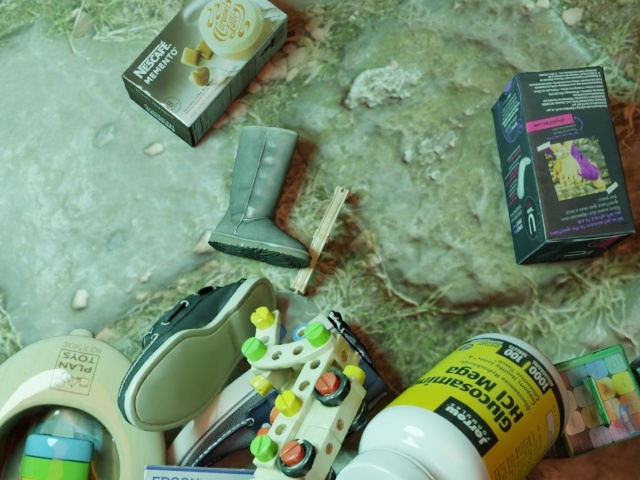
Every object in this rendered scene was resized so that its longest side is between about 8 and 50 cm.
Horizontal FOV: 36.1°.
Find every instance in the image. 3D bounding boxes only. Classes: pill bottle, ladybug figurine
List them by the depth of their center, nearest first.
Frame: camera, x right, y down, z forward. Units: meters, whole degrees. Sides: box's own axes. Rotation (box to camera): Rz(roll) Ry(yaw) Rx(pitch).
[{"bbox_3d":[0.169,0.265,1.259,0.188,0.188,0.334,51,43,9],"label":"pill bottle"},{"bbox_3d":[-0.367,0.348,1.372,0.305,0.162,0.449,12,76,-2],"label":"ladybug figurine"}]

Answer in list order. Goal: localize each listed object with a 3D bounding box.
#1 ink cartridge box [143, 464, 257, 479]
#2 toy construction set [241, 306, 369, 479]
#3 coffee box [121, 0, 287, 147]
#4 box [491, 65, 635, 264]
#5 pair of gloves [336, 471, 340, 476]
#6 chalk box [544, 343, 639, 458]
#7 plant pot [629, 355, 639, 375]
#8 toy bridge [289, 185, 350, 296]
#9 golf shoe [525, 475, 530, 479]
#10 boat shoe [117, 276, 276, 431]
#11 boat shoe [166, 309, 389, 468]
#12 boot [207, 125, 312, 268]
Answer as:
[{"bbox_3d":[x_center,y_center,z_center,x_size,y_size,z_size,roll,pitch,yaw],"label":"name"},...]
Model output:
[{"bbox_3d":[-0.129,0.468,1.332,0.304,0.072,0.307,13,70,-35],"label":"ink cartridge box"},{"bbox_3d":[-0.050,0.242,1.281,0.215,0.151,0.327,0,63,39],"label":"toy construction set"},{"bbox_3d":[-0.182,-0.294,1.573,0.141,0.098,0.246,38,77,6],"label":"coffee box"},{"bbox_3d":[0.372,-0.114,1.528,0.143,0.165,0.270,-5,77,-5],"label":"box"},{"bbox_3d":[0.084,0.378,1.401,0.198,0.023,0.159,-36,42,21],"label":"pair of gloves"},{"bbox_3d":[0.382,0.234,1.418,0.132,0.213,0.132,-16,79,-8],"label":"chalk box"},{"bbox_3d":[0.656,0.287,1.383,0.341,0.341,0.334,-17,86,-7],"label":"plant pot"},{"bbox_3d":[0.000,0.000,1.531,0.026,0.063,0.188,24,76,2],"label":"toy bridge"},{"bbox_3d":[0.267,0.348,1.434,0.105,0.120,0.273,-25,78,-8],"label":"golf shoe"},{"bbox_3d":[-0.193,0.150,1.389,0.113,0.127,0.340,3,32,30],"label":"boat shoe"},{"bbox_3d":[-0.055,0.261,1.428,0.340,0.127,0.158,-40,74,-12],"label":"boat shoe"},{"bbox_3d":[-0.071,-0.071,1.527,0.190,0.076,0.208,15,70,20],"label":"boot"}]
